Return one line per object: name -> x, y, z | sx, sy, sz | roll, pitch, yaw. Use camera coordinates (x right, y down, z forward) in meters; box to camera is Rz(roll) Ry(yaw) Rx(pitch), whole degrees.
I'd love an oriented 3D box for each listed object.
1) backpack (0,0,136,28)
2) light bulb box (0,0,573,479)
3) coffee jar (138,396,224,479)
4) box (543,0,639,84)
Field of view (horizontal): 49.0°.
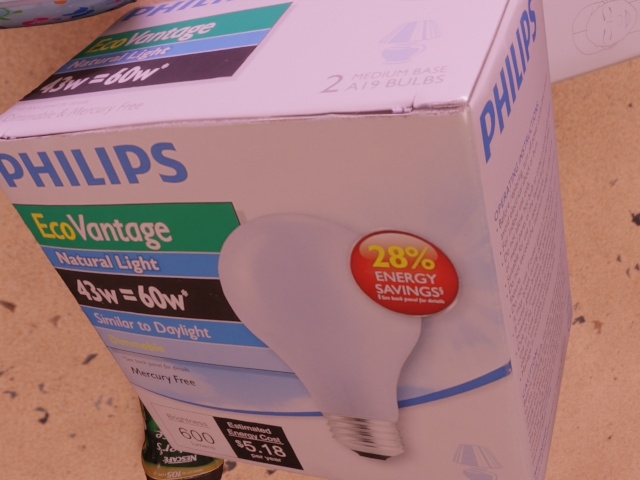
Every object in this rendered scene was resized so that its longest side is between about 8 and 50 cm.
backpack -> -0.248, -0.254, 0.513 | 0.253, 0.225, 0.191 | -3, 106, -13
light bulb box -> 0.000, 0.000, 0.572 | 0.357, 0.225, 0.361 | 1, 130, 27
coffee jar -> -0.159, 0.199, 0.798 | 0.096, 0.079, 0.185 | -6, 113, -16
box -> 0.249, -0.292, 0.694 | 0.345, 0.168, 0.215 | -18, 115, -12
